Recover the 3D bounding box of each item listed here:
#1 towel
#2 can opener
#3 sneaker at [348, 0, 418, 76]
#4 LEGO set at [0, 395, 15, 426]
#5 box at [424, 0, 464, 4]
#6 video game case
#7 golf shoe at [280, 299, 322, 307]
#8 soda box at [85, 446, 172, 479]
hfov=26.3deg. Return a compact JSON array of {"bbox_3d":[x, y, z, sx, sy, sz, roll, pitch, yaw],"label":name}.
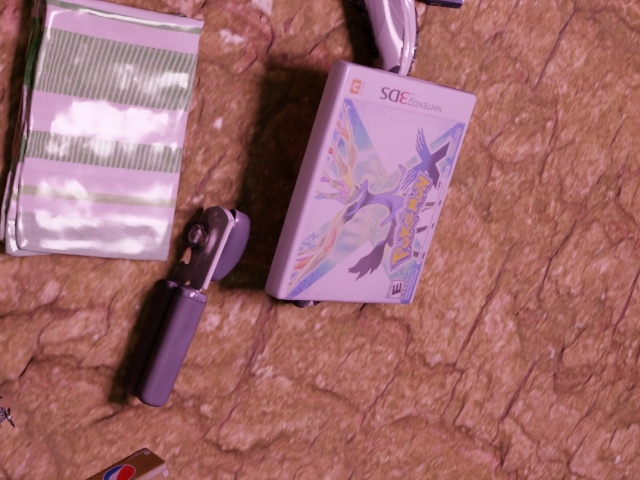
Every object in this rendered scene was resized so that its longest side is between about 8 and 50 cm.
[{"bbox_3d":[-0.272,-0.136,1.730,0.247,0.038,0.325,3,100,-38],"label":"towel"},{"bbox_3d":[-0.169,0.089,1.846,0.095,0.076,0.283,21,91,-38],"label":"can opener"},{"bbox_3d":[0.083,-0.329,1.922,0.108,0.100,0.272,-1,109,-11],"label":"sneaker"},{"bbox_3d":[-0.423,0.213,1.726,0.054,0.023,0.083,-46,112,-20],"label":"LEGO set"},{"bbox_3d":[0.182,-0.415,1.888,0.059,0.233,0.183,8,99,4],"label":"box"},{"bbox_3d":[0.077,-0.070,1.918,0.300,0.036,0.329,5,106,-49],"label":"video game case"},{"bbox_3d":[0.000,0.000,1.959,0.094,0.077,0.198,8,105,-49],"label":"golf shoe"},{"bbox_3d":[-0.288,0.351,1.836,0.181,0.061,0.058,-27,118,-28],"label":"soda box"}]
